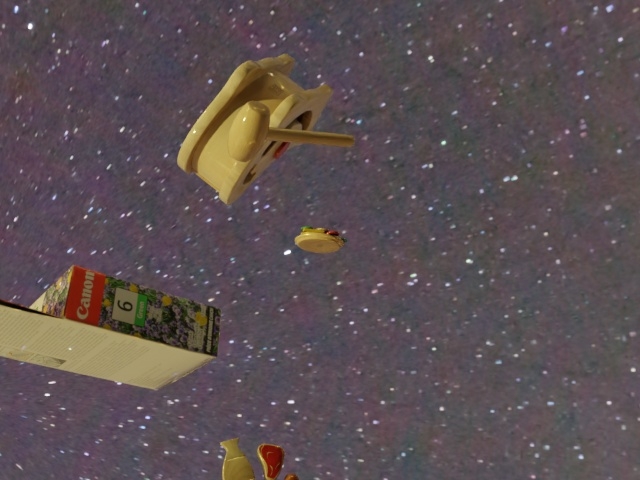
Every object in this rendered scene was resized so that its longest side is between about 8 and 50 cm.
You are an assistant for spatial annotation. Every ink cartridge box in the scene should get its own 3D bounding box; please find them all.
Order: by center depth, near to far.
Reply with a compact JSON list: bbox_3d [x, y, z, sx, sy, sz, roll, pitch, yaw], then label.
[{"bbox_3d":[-0.112,0.039,0.349,0.115,0.063,0.029,22,-127,-32],"label":"ink cartridge box"}]

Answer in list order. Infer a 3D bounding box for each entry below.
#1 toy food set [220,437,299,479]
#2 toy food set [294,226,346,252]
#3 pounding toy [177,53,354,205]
[{"bbox_3d":[-0.046,0.234,0.652,0.078,0.019,0.122,-1,-124,-16],"label":"toy food set"},{"bbox_3d":[0.000,0.000,1.204,0.083,0.082,0.020,8,-110,-10],"label":"toy food set"},{"bbox_3d":[-0.056,-0.108,0.871,0.155,0.154,0.269,38,-154,4],"label":"pounding toy"}]
